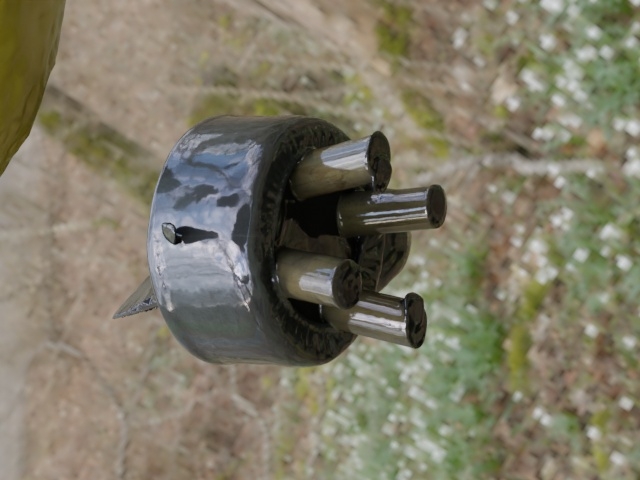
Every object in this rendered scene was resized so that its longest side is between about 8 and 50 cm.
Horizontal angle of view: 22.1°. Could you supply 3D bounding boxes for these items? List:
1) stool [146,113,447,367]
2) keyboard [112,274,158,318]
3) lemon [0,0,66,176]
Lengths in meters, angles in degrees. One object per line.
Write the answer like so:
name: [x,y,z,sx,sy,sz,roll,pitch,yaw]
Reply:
stool: [-0.001,-0.009,1.007,0.139,0.153,0.228,1,23,32]
keyboard: [-0.137,0.039,1.517,0.074,0.015,0.196,-46,13,-25]
lemon: [-0.224,-0.084,0.565,0.322,0.268,0.268,-23,40,40]
